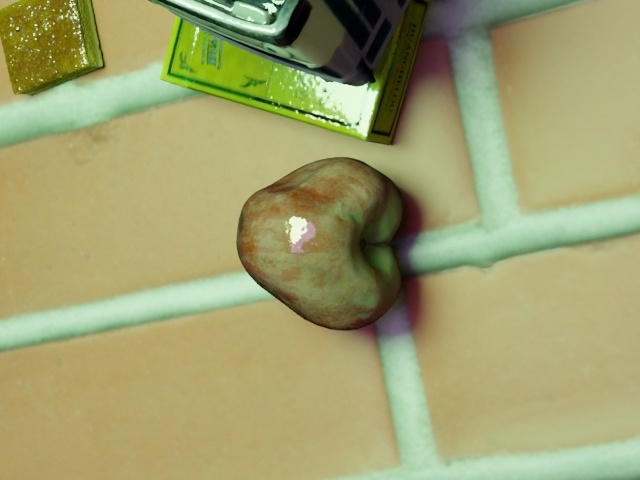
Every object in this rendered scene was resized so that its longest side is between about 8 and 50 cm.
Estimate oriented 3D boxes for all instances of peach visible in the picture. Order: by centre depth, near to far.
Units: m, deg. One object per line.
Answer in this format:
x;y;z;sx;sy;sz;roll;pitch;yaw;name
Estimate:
0.000;0.000;1.494;0.152;0.152;0.152;0;90;25;peach

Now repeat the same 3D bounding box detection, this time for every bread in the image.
-0.263;-0.197;1.661;0.094;0.035;0.090;-18;82;24;bread

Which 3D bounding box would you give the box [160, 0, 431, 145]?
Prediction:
-0.025;-0.182;1.536;0.220;0.064;0.141;19;98;25;box

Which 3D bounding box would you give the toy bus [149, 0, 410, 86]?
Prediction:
0.016;-0.348;1.381;0.209;0.249;0.440;25;84;22;toy bus
